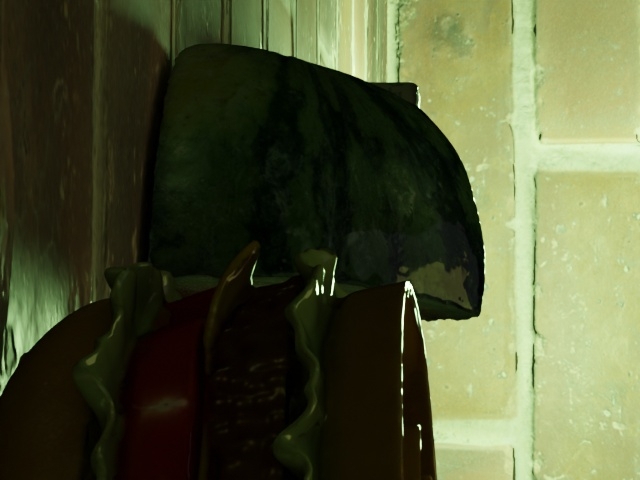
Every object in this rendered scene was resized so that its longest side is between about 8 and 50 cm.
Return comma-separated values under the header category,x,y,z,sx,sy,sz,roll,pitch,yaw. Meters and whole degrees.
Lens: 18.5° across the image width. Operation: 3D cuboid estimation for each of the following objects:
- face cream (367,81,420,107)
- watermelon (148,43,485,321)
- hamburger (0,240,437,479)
category,x,y,z,sx,sy,sz,roll,pitch,yaw
face cream,0.031,-0.078,2.048,0.177,0.152,0.177,1,90,-85
watermelon,-0.021,-0.013,1.448,0.201,0.261,0.213,130,-34,-53
hamburger,-0.054,0.138,0.929,0.274,0.212,0.274,-4,90,-84
